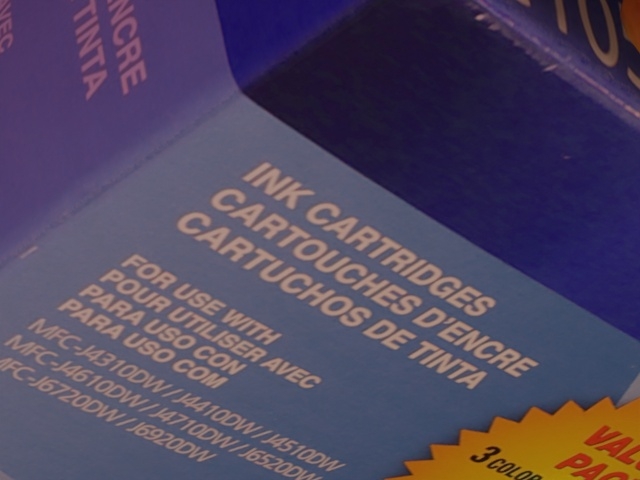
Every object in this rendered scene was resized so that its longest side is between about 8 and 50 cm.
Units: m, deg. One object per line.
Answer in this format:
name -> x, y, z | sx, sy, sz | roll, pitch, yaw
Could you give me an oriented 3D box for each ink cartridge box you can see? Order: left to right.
ink cartridge box -> 0.000, 0.000, 0.562 | 0.395, 0.151, 0.270 | -34, 138, 28

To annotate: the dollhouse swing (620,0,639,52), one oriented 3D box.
dollhouse swing -> 0.260, -0.116, 0.275 | 0.305, 0.315, 0.347 | 10, 121, -18
